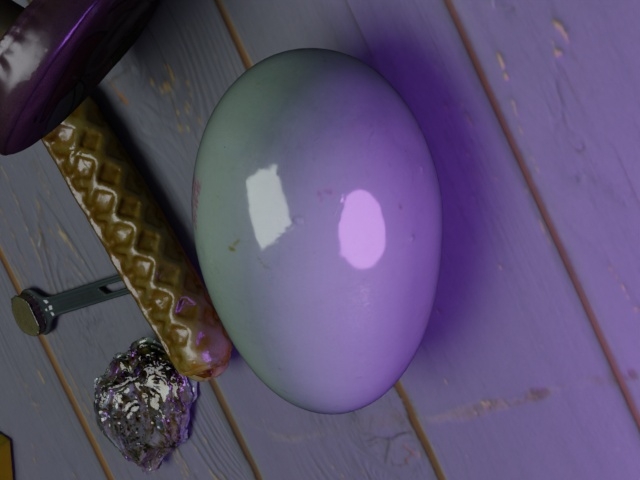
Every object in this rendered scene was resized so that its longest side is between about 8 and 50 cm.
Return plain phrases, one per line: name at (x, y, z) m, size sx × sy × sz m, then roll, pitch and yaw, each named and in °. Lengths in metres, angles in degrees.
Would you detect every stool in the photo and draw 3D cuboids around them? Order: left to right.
stool at (-0.284, -0.235, 1.741) m, size 0.178 × 0.272 × 0.272 m, roll 38°, pitch 136°, yaw 1°

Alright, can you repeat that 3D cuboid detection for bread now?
bread at (-0.205, -0.010, 1.955) m, size 0.077 × 0.084 × 0.367 m, roll -29°, pitch 88°, yaw 9°

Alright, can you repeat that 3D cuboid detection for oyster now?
oyster at (-0.204, 0.192, 2.084) m, size 0.125 × 0.064 × 0.177 m, roll 36°, pitch 124°, yaw 5°

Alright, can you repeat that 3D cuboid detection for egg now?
egg at (0.000, 0.000, 1.645) m, size 0.230 × 0.230 × 0.371 m, roll 20°, pitch 129°, yaw 36°

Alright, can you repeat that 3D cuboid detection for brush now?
brush at (-0.287, 0.069, 2.117) m, size 0.266 × 0.027 × 0.062 m, roll -18°, pitch 99°, yaw 48°

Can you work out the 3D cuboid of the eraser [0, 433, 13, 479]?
eraser at (-0.458, 0.307, 2.406) m, size 0.097 × 0.045 × 0.122 m, roll 23°, pitch 128°, yaw 35°
